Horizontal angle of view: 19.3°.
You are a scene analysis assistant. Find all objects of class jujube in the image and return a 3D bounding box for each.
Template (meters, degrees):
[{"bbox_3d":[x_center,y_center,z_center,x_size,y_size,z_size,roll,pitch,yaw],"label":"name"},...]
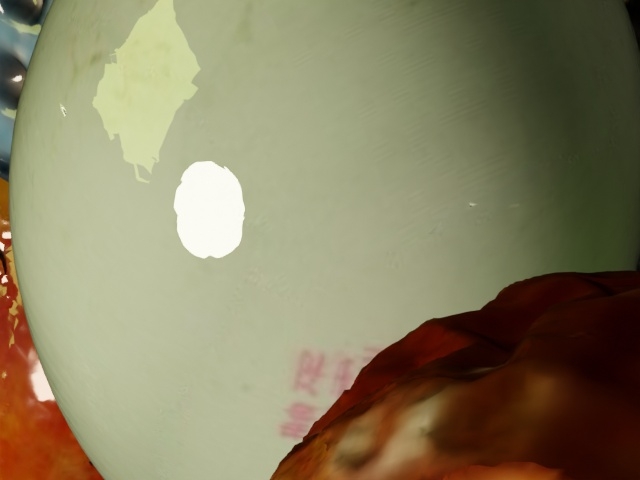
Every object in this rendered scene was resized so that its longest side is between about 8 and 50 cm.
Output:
[{"bbox_3d":[0.066,0.092,0.411,0.250,0.174,0.174,-32,-50,-74],"label":"jujube"}]

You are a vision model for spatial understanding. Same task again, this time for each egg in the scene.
[{"bbox_3d":[0.000,0.000,0.707,0.371,0.229,0.230,98,171,-54],"label":"egg"}]

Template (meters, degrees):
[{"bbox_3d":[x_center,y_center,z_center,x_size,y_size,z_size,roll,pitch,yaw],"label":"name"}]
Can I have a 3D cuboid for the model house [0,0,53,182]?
[{"bbox_3d":[-0.054,-0.166,0.882,0.237,0.215,0.303,-37,-25,-43],"label":"model house"}]

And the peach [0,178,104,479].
[{"bbox_3d":[-0.135,0.038,1.199,0.372,0.289,0.373,-176,90,-81],"label":"peach"}]
